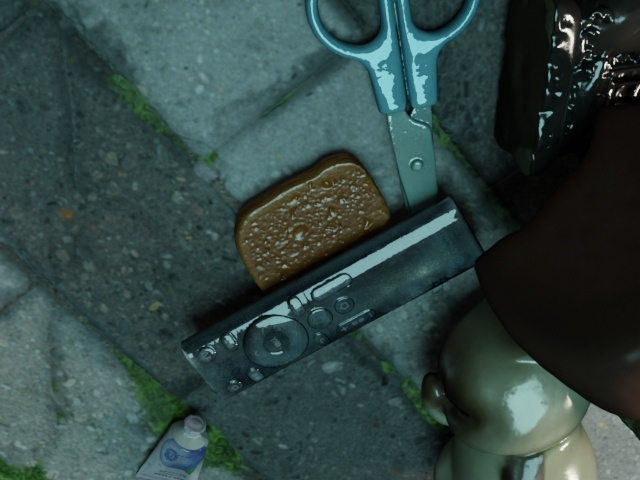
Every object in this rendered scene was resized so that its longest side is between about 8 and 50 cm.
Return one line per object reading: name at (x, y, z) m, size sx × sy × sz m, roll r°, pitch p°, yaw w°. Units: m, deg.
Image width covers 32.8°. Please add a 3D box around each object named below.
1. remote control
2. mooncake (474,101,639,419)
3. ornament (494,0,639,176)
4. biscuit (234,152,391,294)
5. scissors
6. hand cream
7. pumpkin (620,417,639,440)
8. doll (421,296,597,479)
remote control at (0.015, 0.074, 1.325) m, size 0.377 × 0.044 × 0.107 m, roll -29°, pitch 118°, yaw 9°
mooncake at (0.332, 0.020, 1.130) m, size 0.334 × 0.326 × 0.174 m, roll -3°, pitch 153°, yaw 43°
ornament at (0.341, -0.194, 1.214) m, size 0.260 × 0.106 × 0.251 m, roll -4°, pitch 127°, yaw -12°
biscuit at (0.000, 0.000, 1.322) m, size 0.192 × 0.036 × 0.186 m, roll -29°, pitch 120°, yaw 11°
scissors at (0.106, -0.127, 1.262) m, size 0.193 × 0.029 × 0.447 m, roll -10°, pitch 119°, yaw 2°
hand cream at (-0.189, 0.289, 1.466) m, size 0.084 × 0.053 × 0.142 m, roll 17°, pitch 126°, yaw -14°
pumpkin at (0.481, 0.112, 1.278) m, size 0.327 × 0.257 × 0.291 m, roll -53°, pitch 153°, yaw 0°
doll at (0.244, 0.243, 1.377) m, size 0.226 × 0.215 × 0.370 m, roll -14°, pitch 116°, yaw 3°
